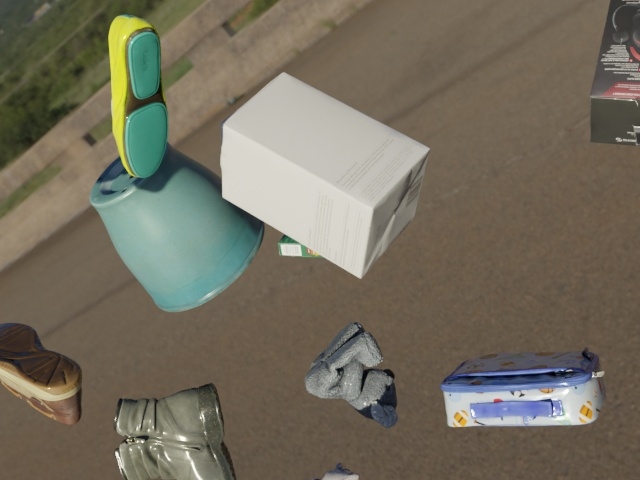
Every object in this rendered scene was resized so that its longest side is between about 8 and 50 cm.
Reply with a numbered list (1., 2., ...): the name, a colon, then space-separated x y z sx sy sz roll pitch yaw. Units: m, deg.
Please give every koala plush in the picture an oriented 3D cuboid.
1. koala plush: 0.098 0.347 2.043 0.203 0.221 0.196 -44 11 -2

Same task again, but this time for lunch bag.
1. lunch bag: 0.394 0.285 1.629 0.303 0.115 0.243 -9 1 26

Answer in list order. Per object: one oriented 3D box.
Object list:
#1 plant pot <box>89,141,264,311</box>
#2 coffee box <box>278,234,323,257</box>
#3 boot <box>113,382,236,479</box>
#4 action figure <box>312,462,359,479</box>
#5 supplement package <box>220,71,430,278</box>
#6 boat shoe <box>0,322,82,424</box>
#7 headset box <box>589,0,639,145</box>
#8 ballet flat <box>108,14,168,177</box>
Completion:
1. plant pot: -0.289 -0.049 1.625 0.271 0.255 0.272 -26 33 19
2. coffee box: 0.000 0.000 2.071 0.184 0.040 0.113 1 28 16
3. boot: -0.210 0.337 1.247 0.161 0.246 0.083 -13 -2 -6
4. action figure: 0.042 0.610 1.668 0.178 0.341 0.330 167 111 -77
5. supplement package: 0.001 -0.111 1.395 0.175 0.293 0.177 -46 -22 -34
6. boat shoe: -0.573 0.265 1.672 0.342 0.123 0.123 17 35 38
7. headset box: 0.533 -0.259 1.285 0.218 0.110 0.293 7 59 22
8. ballet flat: -0.250 -0.196 1.141 0.077 0.231 0.077 -27 50 -35
